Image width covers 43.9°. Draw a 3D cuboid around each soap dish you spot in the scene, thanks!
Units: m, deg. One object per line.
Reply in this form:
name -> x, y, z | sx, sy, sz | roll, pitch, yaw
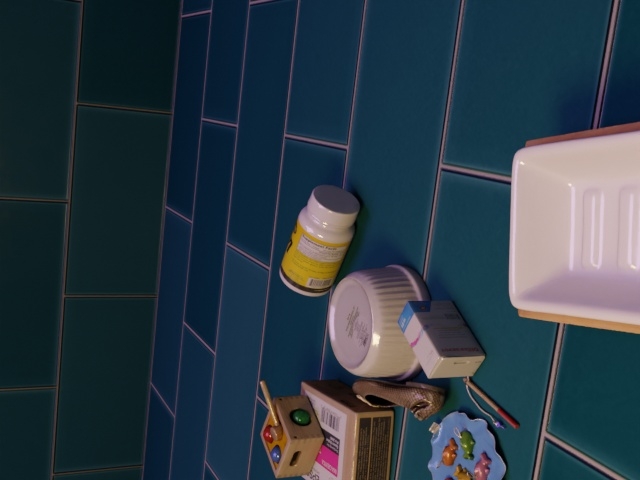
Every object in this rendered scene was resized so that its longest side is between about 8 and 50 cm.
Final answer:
soap dish -> 0.346, -0.014, 0.904 | 0.291, 0.118, 0.228 | 1, 89, 64

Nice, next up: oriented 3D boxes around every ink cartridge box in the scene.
ink cartridge box -> 0.188, 0.154, 1.240 | 0.122, 0.089, 0.052 | 62, 141, 45
ink cartridge box -> 0.041, 0.388, 1.522 | 0.235, 0.088, 0.193 | 10, 96, 63

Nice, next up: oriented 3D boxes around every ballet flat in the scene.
ballet flat -> 0.127, 0.273, 1.359 | 0.250, 0.084, 0.058 | -13, 61, 60

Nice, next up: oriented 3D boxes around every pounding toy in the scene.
pounding toy -> -0.068, 0.360, 1.530 | 0.130, 0.100, 0.141 | -119, 39, -46

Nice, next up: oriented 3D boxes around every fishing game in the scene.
fishing game -> 0.215, 0.353, 1.227 | 0.189, 0.041, 0.263 | 44, 125, 57

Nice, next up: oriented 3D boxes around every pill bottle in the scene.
pill bottle -> 0.000, 0.000, 1.595 | 0.119, 0.119, 0.208 | 62, 141, 45

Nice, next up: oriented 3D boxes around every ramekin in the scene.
ramekin -> 0.098, 0.144, 1.400 | 0.207, 0.109, 0.207 | -10, 79, 63
